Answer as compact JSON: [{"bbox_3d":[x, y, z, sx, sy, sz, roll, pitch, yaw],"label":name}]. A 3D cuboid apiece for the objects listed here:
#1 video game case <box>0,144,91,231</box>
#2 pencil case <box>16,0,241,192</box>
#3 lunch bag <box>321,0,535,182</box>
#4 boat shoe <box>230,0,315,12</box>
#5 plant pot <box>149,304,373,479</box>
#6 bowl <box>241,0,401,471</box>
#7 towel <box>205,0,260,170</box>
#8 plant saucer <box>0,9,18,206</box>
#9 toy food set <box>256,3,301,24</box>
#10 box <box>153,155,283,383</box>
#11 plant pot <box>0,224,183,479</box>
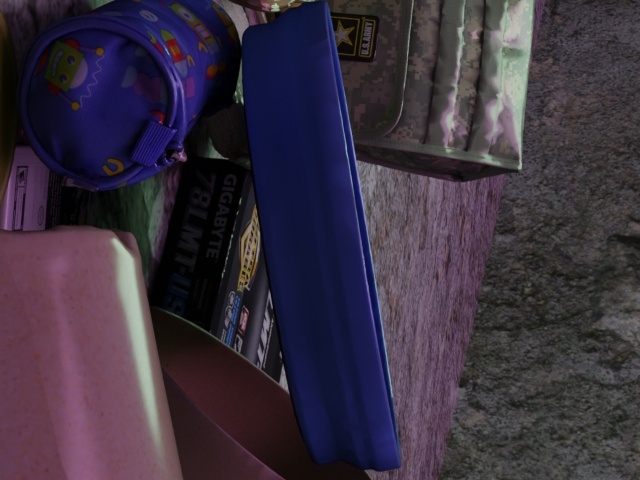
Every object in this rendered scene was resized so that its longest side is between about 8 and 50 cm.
[{"bbox_3d":[-0.221,0.021,1.460,0.173,0.022,0.190,-9,104,-76],"label":"video game case"},{"bbox_3d":[-0.135,-0.121,1.427,0.119,0.133,0.306,-48,-176,14],"label":"pencil case"},{"bbox_3d":[0.081,-0.205,2.106,0.169,0.287,0.235,171,-73,-65],"label":"lunch bag"},{"bbox_3d":[-0.033,-0.255,1.762,0.178,0.064,0.060,-37,145,-66],"label":"boat shoe"},{"bbox_3d":[-0.108,0.216,1.604,0.191,0.284,0.284,-50,169,8],"label":"plant pot"},{"bbox_3d":[0.000,0.000,1.562,0.391,0.077,0.391,-9,90,-88],"label":"bowl"},{"bbox_3d":[-0.070,-0.151,1.799,0.282,0.049,0.187,21,51,-76],"label":"towel"},{"bbox_3d":[-0.251,-0.075,1.250,0.241,0.037,0.241,7,90,-76],"label":"plant saucer"},{"bbox_3d":[-0.022,-0.193,1.883,0.192,0.038,0.132,5,68,-82],"label":"toy food set"},{"bbox_3d":[-0.099,0.105,1.908,0.293,0.073,0.295,62,36,-65],"label":"box"},{"bbox_3d":[-0.205,0.150,1.058,0.334,0.334,0.305,3,82,-77],"label":"plant pot"}]
